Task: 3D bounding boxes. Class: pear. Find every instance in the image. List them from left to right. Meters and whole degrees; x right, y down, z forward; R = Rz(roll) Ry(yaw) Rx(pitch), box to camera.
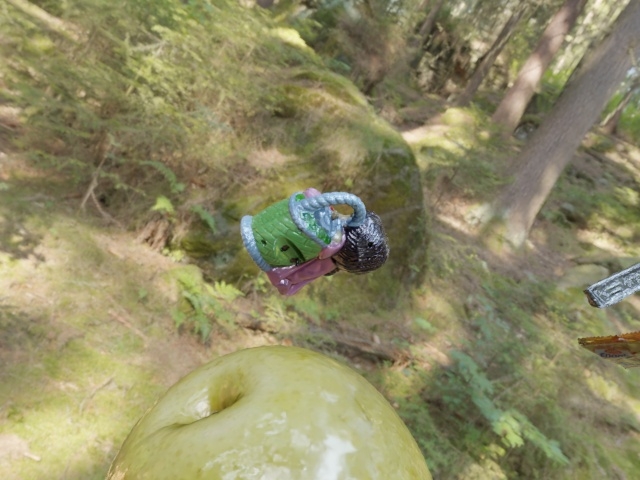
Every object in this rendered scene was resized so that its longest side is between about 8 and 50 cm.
[{"bbox_3d":[-0.049,0.283,0.577,0.348,0.348,0.348,32,5,-3],"label":"pear"}]

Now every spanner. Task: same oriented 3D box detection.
[{"bbox_3d":[0.475,0.015,0.747,0.093,0.326,0.026,70,-17,-2],"label":"spanner"}]

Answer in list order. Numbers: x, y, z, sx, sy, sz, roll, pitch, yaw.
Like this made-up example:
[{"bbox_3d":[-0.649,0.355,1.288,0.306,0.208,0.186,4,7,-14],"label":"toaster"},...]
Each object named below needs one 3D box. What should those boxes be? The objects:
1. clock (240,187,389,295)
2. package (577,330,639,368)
[{"bbox_3d":[0.000,0.000,0.870,0.194,0.196,0.100,60,17,-54],"label":"clock"},{"bbox_3d":[0.377,0.123,0.657,0.121,0.031,0.108,21,-30,-38],"label":"package"}]
